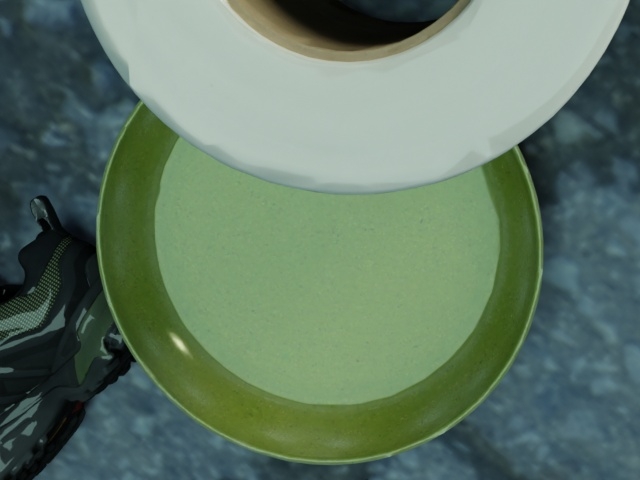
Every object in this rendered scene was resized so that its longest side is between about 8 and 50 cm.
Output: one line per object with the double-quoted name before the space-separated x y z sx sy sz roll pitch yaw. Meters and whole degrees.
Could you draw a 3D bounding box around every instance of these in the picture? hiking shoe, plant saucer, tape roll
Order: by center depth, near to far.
"tape roll" 0.027 -0.152 0.767 0.246 0.169 0.246 2 101 12
"plant saucer" 0.000 0.000 0.913 0.241 0.037 0.241 3 103 12
"hiking shoe" -0.193 0.079 1.008 0.114 0.086 0.227 45 108 6
